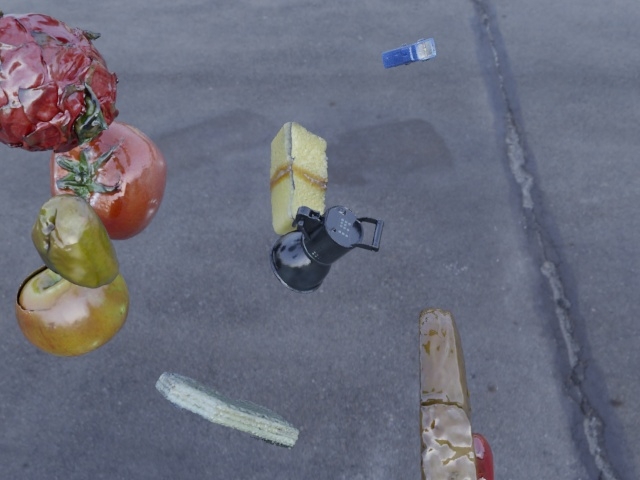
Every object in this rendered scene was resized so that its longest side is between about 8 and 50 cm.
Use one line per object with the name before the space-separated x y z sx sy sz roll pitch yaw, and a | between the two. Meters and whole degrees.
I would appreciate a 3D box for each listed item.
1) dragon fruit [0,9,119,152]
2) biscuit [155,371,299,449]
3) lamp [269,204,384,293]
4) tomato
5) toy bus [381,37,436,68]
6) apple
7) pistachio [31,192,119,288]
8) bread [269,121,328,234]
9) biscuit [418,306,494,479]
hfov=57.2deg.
dragon fruit | -0.498 -0.275 1.011 0.298 0.244 0.244 19 37 -21
biscuit | -0.168 0.307 1.068 0.147 0.249 0.046 7 71 60
lamp | 0.000 0.000 1.253 0.172 0.227 0.147 30 50 -17
tomato | -0.569 -0.177 1.621 0.341 0.342 0.272 19 16 23
toy bus | 0.210 -0.445 1.405 0.061 0.051 0.153 -25 18 -22
apple | -0.548 0.134 1.303 0.236 0.208 0.237 -12 27 6
pistachio | -0.361 0.016 0.874 0.100 0.189 0.110 -28 61 -20
bread | -0.065 -0.153 1.492 0.141 0.178 0.266 -7 75 15
biscuit | 0.160 0.294 0.720 0.076 0.394 0.369 -2 68 9
